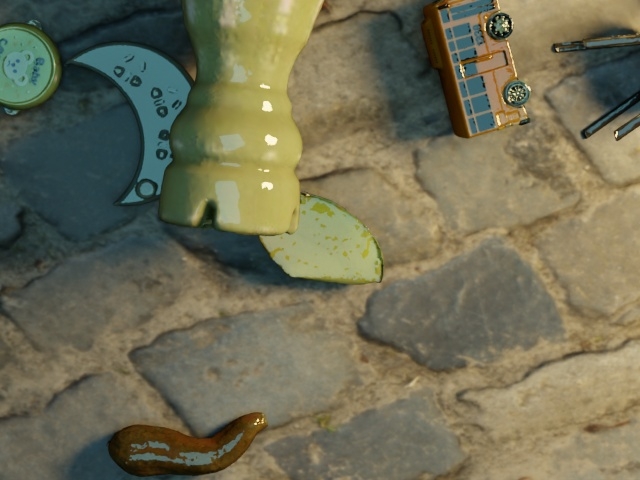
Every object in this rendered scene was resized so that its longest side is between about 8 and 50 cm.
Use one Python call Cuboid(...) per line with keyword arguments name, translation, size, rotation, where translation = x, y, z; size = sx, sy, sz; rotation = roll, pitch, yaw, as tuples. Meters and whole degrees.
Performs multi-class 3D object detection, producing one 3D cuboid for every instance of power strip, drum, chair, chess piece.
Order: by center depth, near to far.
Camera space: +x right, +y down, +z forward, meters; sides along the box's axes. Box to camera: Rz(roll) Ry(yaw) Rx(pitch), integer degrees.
Cuboid(name="chess piece", translation=(-0.094, -0.231, 1.456), size=(0.234, 0.234, 0.442), rotation=(5, 94, -4))
Cuboid(name="drum", translation=(-0.476, -0.236, 1.530), size=(0.253, 0.049, 0.130), rotation=(2, 98, -4))
Cuboid(name="chair", translation=(0.466, -0.253, 1.536), size=(0.246, 0.159, 0.172), rotation=(-19, 97, 0))
Cuboid(name="power strip", translation=(-0.237, -0.157, 1.556), size=(0.167, 0.054, 0.253), rotation=(-20, 98, 0))

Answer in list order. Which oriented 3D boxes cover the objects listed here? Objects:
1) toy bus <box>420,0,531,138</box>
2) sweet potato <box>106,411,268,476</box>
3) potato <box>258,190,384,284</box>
Cuboid(name="toy bus", translation=(0.209, -0.247, 1.551), size=(0.114, 0.098, 0.201), rotation=(-16, 100, -2))
Cuboid(name="sweet potato", translation=(-0.188, 0.297, 1.623), size=(0.233, 0.062, 0.081), rotation=(-5, 97, -6))
Cuboid(name="potato", translation=(0.000, 0.000, 1.595), size=(0.198, 0.054, 0.119), rotation=(19, 96, -9))
